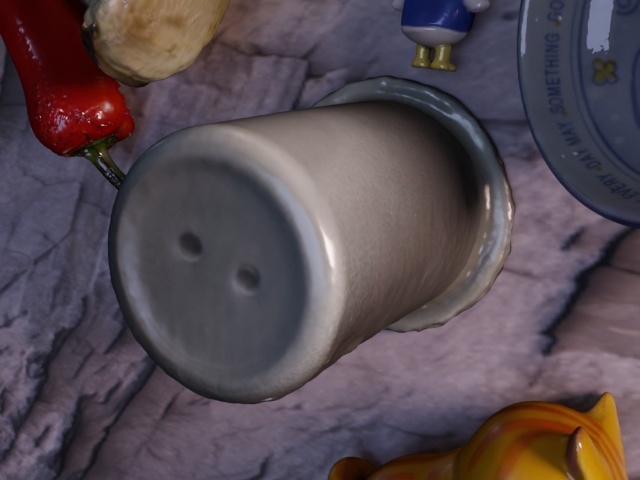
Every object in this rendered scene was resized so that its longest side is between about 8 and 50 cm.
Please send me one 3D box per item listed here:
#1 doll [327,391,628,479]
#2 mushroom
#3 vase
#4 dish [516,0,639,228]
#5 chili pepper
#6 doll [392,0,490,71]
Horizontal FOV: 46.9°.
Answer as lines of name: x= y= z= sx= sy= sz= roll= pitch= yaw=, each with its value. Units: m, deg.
doll: x=0.135 y=0.238 z=0.623 sx=0.269 sy=0.166 sz=0.162 roll=-30 pitch=88 yaw=27
mushroom: x=-0.144 y=-0.282 z=0.654 sx=0.164 sy=0.189 sz=0.267 roll=-21 pitch=66 yaw=16
vase: x=0.000 y=0.000 z=0.571 sx=0.245 sy=0.291 sz=0.245 roll=7 pitch=106 yaw=26
dish: x=0.267 y=-0.147 z=0.485 sx=0.273 sy=0.133 sz=0.273 roll=175 pitch=90 yaw=-66
chili pepper: x=-0.285 y=-0.202 z=0.785 sx=0.110 sy=0.110 sz=0.388 roll=-27 pitch=86 yaw=30
doll: x=0.099 y=-0.213 z=0.605 sx=0.098 sy=0.057 sz=0.143 roll=17 pitch=108 yaw=46
